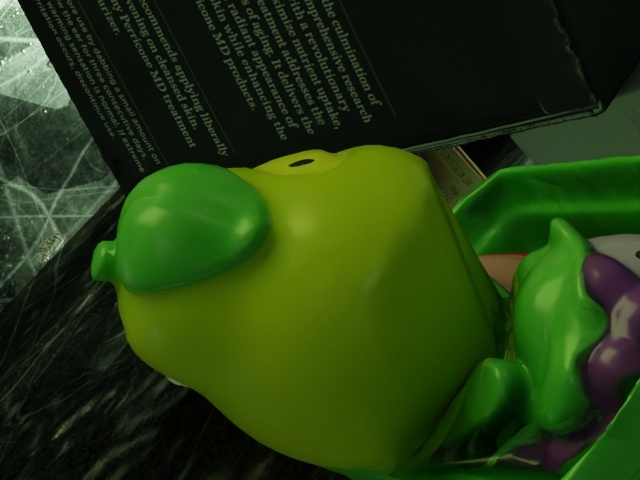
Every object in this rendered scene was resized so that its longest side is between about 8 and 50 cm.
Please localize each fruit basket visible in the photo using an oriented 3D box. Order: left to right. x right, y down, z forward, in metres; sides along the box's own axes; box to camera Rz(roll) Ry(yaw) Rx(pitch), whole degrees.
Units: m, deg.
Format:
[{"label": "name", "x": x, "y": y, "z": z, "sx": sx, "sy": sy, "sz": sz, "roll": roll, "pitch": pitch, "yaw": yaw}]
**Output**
[{"label": "fruit basket", "x": 0.077, "y": 0.038, "z": 0.910, "sx": 0.283, "sy": 0.392, "sz": 0.392, "roll": -49, "pitch": 16, "yaw": -15}]

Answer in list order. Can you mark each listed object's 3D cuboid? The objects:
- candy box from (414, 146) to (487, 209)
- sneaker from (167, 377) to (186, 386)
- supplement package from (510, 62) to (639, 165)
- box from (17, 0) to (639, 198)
[{"label": "candy box", "x": 0.000, "y": 0.000, "z": 1.553, "sx": 0.316, "sy": 0.183, "sz": 0.087, "roll": -42, "pitch": -30, "yaw": 7}, {"label": "sneaker", "x": -0.094, "y": 0.070, "z": 1.747, "sx": 0.292, "sy": 0.118, "sz": 0.110, "roll": -30, "pitch": 22, "yaw": 46}, {"label": "supplement package", "x": 0.258, "y": -0.099, "z": 1.296, "sx": 0.105, "sy": 0.105, "sz": 0.179, "roll": -53, "pitch": 17, "yaw": -26}, {"label": "box", "x": 0.067, "y": -0.293, "z": 1.394, "sx": 0.471, "sy": 0.297, "sz": 0.480, "roll": -9, "pitch": 28, "yaw": 37}]
